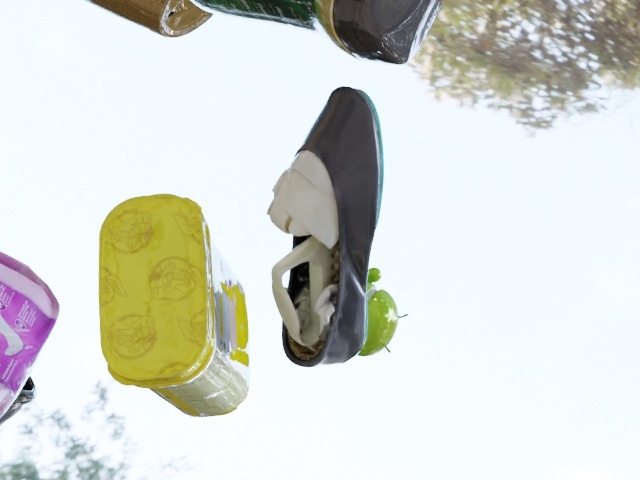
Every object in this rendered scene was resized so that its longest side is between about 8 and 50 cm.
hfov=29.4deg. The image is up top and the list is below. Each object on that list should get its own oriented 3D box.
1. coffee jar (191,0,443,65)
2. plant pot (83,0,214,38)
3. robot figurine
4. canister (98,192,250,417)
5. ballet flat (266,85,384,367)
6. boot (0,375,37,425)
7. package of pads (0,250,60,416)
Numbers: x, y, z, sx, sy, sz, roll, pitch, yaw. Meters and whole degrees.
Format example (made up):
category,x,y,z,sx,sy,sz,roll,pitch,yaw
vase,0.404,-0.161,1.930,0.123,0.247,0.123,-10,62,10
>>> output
category,x,y,z,sx,sy,sz,roll,pitch,yaw
coffee jar,-0.004,-0.178,0.795,0.184,0.079,0.096,24,-96,35
plant pot,-0.211,-0.337,1.277,0.254,0.237,0.237,45,-71,14
robot figurine,0.020,0.065,1.112,0.115,0.067,0.101,20,-120,15
canister,-0.097,0.054,0.862,0.073,0.170,0.126,-6,-109,6
ballet flat,0.000,0.000,0.801,0.074,0.074,0.203,16,-58,22
boot,-0.284,0.172,0.883,0.223,0.338,0.118,-44,-111,-1
package of pads,-0.108,0.044,0.331,0.032,0.050,0.083,38,-59,-16
